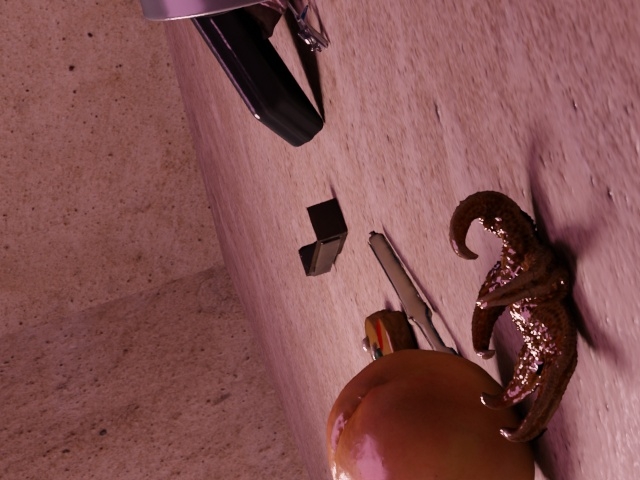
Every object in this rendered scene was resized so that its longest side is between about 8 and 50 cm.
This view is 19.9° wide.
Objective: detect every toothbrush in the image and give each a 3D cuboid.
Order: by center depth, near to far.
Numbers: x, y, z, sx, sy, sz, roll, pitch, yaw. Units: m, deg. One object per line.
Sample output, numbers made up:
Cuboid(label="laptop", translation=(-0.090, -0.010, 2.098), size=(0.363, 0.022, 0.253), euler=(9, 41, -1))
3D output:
Cuboid(label="toothbrush", translation=(0.093, 0.063, 1.848), size=(0.028, 0.026, 0.294), euler=(58, -178, -35))

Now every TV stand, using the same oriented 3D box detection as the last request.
Cuboid(label="TV stand", translation=(0.000, 0.000, 2.367), size=(0.256, 0.040, 0.049), euler=(107, 144, -78))

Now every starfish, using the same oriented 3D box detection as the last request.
Cuboid(label="starfish", translation=(0.138, 0.064, 1.277), size=(0.146, 0.074, 0.190), euler=(-113, 8, -46))

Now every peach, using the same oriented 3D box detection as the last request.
Cuboid(label="peach", translation=(0.093, 0.179, 1.557), size=(0.184, 0.184, 0.184), euler=(162, 90, -83))

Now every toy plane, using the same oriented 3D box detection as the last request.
Cuboid(label="toy plane", translation=(-0.012, -0.223, 1.944), size=(0.078, 0.024, 0.084), euler=(53, -172, -42))

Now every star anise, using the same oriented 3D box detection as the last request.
Cuboid(label="star anise", translation=(-0.081, -0.325, 2.057), size=(0.195, 0.065, 0.182), euler=(57, 168, 29))

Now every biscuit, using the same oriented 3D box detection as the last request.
Cuboid(label="biscuit", translation=(0.098, 0.174, 2.029), size=(0.301, 0.049, 0.197), euler=(-119, 15, -61))

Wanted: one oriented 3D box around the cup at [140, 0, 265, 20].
Cuboid(label="cup", translation=(-0.081, -0.342, 1.417), size=(0.205, 0.205, 0.312), euler=(-131, 24, -73))

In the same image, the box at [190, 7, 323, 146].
Cuboid(label="box", translation=(-0.088, -0.221, 2.120), size=(0.230, 0.050, 0.160), euler=(57, -171, 20))
